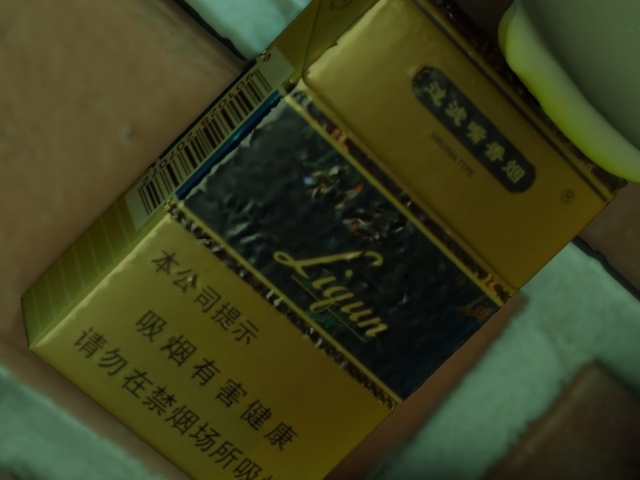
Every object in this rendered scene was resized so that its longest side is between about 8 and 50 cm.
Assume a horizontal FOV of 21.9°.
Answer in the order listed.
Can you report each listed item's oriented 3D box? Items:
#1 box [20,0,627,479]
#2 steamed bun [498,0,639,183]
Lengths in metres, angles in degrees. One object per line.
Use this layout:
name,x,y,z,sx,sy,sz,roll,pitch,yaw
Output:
box,0.000,0.000,0.750,0.237,0.070,0.152,-43,114,7
steamed bun,0.208,-0.189,0.596,0.334,0.334,0.374,-13,114,-9
